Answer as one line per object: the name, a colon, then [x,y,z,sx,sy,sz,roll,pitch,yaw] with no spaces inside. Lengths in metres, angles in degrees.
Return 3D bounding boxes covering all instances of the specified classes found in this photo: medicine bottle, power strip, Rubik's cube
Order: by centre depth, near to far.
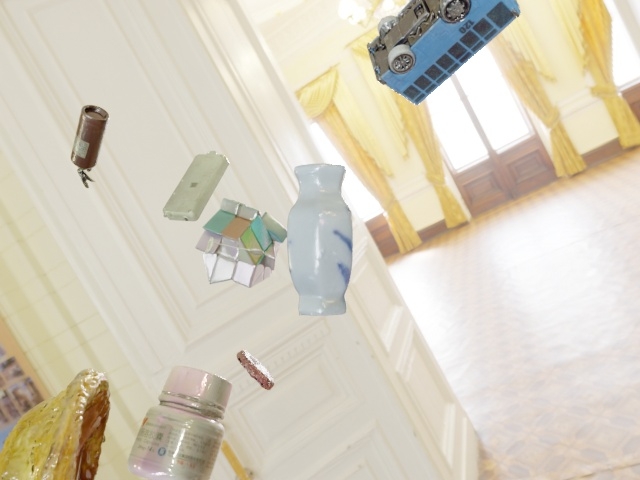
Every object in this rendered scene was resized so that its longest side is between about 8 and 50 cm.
power strip: [-0.376,-0.163,1.432,0.118,0.046,0.270,6,56,25]
medicine bottle: [-0.424,0.581,1.472,0.256,0.256,0.325,-22,45,51]
Rubik's cube: [-0.354,0.023,2.105,0.387,0.358,0.368,-26,-46,-78]

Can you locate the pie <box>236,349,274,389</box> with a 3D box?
pie: [-0.200,0.403,1.466,0.038,0.153,0.153,-43,7,-9]

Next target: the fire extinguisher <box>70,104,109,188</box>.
fire extinguisher: [-0.641,-0.252,1.308,0.071,0.099,0.231,-23,-29,-53]

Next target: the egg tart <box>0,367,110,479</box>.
egg tart: [-0.602,0.510,1.056,0.178,0.443,0.443,10,-6,-16]

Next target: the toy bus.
toy bus: [0.201,-0.350,0.774,0.133,0.116,0.234,22,-44,-35]

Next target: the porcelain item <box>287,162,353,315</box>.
porcelain item: [0.000,0.000,1.317,0.178,0.405,0.242,0,-2,2]

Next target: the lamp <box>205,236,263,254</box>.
lamp: [-0.285,0.036,1.573,0.198,0.056,0.050,13,-23,-26]
